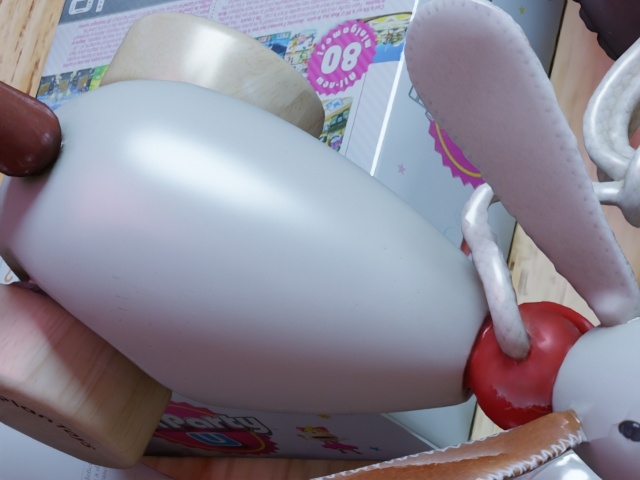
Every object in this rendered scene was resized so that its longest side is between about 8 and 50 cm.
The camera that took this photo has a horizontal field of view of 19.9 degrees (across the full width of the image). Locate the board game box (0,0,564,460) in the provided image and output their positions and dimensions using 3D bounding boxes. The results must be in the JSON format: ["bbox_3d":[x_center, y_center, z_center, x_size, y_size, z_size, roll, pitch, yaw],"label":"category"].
[{"bbox_3d":[-0.020,-0.061,0.806,0.224,0.097,0.303,-4,62,40],"label":"board game box"}]

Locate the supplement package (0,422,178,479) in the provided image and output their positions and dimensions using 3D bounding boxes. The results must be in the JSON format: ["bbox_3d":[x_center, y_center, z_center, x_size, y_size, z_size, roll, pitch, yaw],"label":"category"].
[{"bbox_3d":[-0.154,0.124,0.749,0.105,0.179,0.105,-10,58,38],"label":"supplement package"}]

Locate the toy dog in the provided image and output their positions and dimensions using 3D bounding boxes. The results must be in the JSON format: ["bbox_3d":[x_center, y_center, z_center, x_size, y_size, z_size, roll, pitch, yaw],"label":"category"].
[{"bbox_3d":[0.000,0.000,0.576,0.334,0.161,0.220,-7,62,27],"label":"toy dog"}]

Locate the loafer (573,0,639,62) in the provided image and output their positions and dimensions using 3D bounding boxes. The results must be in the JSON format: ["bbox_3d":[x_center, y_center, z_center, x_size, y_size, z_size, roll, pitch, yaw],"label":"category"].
[{"bbox_3d":[0.140,-0.235,0.736,0.130,0.134,0.365,-22,69,24],"label":"loafer"}]

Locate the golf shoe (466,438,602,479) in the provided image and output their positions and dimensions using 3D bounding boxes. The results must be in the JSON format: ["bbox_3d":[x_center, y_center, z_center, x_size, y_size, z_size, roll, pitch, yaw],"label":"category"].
[{"bbox_3d":[0.048,0.140,0.643,0.176,0.069,0.086,-46,49,12],"label":"golf shoe"}]
